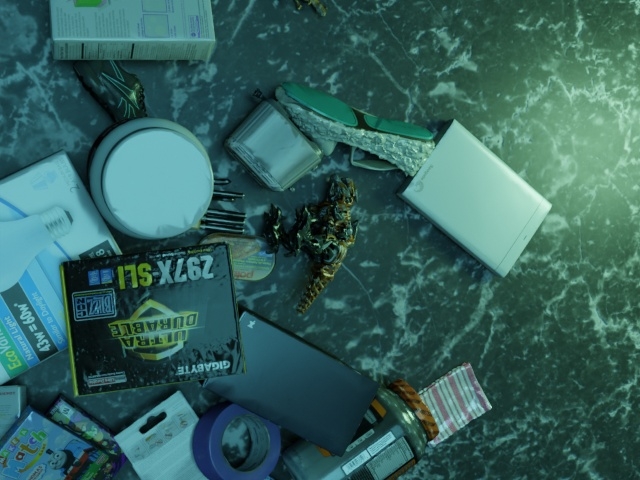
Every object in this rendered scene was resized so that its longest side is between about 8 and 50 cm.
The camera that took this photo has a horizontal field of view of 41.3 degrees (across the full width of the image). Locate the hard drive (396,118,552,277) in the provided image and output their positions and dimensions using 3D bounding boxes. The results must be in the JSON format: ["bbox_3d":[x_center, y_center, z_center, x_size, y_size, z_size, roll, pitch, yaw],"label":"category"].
[{"bbox_3d":[0.389,-0.103,2.121,0.353,0.047,0.233,38,82,-16],"label":"hard drive"}]

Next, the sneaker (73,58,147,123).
[{"bbox_3d":[-0.414,-0.295,1.828,0.106,0.101,0.267,-38,104,-14],"label":"sneaker"}]

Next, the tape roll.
[{"bbox_3d":[-0.188,0.459,1.919,0.189,0.080,0.189,9,75,-35],"label":"tape roll"}]

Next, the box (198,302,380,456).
[{"bbox_3d":[-0.099,0.283,1.851,0.343,0.312,0.179,30,84,-16],"label":"box"}]

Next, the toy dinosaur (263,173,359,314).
[{"bbox_3d":[0.000,0.000,1.953,0.218,0.164,0.322,21,58,-37],"label":"toy dinosaur"}]

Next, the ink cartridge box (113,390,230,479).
[{"bbox_3d":[-0.336,0.477,1.918,0.181,0.056,0.225,-35,100,-18],"label":"ink cartridge box"}]

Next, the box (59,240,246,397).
[{"bbox_3d":[-0.315,0.147,1.615,0.322,0.079,0.257,-7,86,-4],"label":"box"}]

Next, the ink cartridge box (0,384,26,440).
[{"bbox_3d":[-0.670,0.368,1.792,0.088,0.052,0.122,-3,85,-1],"label":"ink cartridge box"}]

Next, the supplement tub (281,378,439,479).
[{"bbox_3d":[0.096,0.484,1.980,0.338,0.207,0.207,-33,102,-14],"label":"supplement tub"}]

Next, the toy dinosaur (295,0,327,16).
[{"bbox_3d":[-0.058,-0.605,1.951,0.112,0.064,0.211,-38,114,-30],"label":"toy dinosaur"}]

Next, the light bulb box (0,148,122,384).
[{"bbox_3d":[-0.602,0.052,1.724,0.361,0.225,0.358,-30,102,-15],"label":"light bulb box"}]

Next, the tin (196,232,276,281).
[{"bbox_3d":[-0.196,0.038,1.951,0.189,0.040,0.106,6,87,-18],"label":"tin"}]

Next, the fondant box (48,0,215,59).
[{"bbox_3d":[-0.402,-0.509,1.790,0.330,0.096,0.238,-3,77,-18],"label":"fondant box"}]

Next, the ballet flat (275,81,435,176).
[{"bbox_3d":[0.074,-0.241,1.976,0.408,0.147,0.147,16,88,-17],"label":"ballet flat"}]

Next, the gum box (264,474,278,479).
[{"bbox_3d":[-0.146,0.650,2.000,0.157,0.041,0.184,38,81,-16],"label":"gum box"}]

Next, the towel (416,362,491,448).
[{"bbox_3d":[0.325,0.416,2.141,0.197,0.029,0.144,-30,101,-14],"label":"towel"}]

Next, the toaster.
[{"bbox_3d":[-0.115,-0.214,1.913,0.146,0.129,0.227,-46,106,-8],"label":"toaster"}]

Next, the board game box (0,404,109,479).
[{"bbox_3d":[-0.577,0.464,1.780,0.211,0.039,0.160,43,80,-32],"label":"board game box"}]

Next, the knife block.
[{"bbox_3d":[-0.312,-0.059,1.880,0.275,0.088,0.242,-39,103,-12],"label":"knife block"}]

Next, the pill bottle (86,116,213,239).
[{"bbox_3d":[-0.327,-0.123,1.612,0.224,0.392,0.224,-3,99,-17],"label":"pill bottle"}]

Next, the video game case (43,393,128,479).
[{"bbox_3d":[-0.561,0.490,1.859,0.210,0.042,0.232,41,81,-17],"label":"video game case"}]
